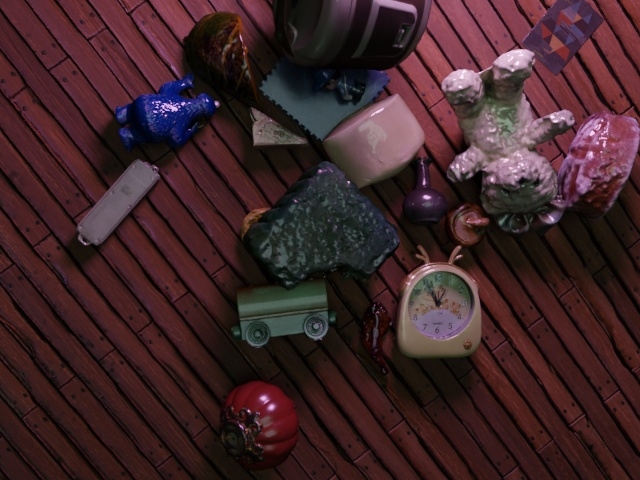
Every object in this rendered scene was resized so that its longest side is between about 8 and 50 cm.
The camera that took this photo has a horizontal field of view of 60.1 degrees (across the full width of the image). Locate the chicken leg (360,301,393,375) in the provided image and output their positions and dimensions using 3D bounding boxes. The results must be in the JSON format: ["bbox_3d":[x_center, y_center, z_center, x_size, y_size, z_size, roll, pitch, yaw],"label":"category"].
[{"bbox_3d":[0.157,0.273,1.534,0.093,0.053,0.205,5,98,-21],"label":"chicken leg"}]

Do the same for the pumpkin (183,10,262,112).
[{"bbox_3d":[-0.259,-0.448,1.404,0.162,0.111,0.279,-14,97,0],"label":"pumpkin"}]

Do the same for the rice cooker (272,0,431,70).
[{"bbox_3d":[0.058,-0.561,1.282,0.325,0.335,0.335,-7,96,-30],"label":"rice cooker"}]

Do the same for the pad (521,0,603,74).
[{"bbox_3d":[0.677,-0.585,1.543,0.143,0.003,0.211,40,90,-7],"label":"pad"}]

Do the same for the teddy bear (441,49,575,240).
[{"bbox_3d":[0.477,-0.211,1.384,0.327,0.375,0.362,-18,73,15],"label":"teddy bear"}]

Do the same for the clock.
[{"bbox_3d":[0.320,0.165,1.516,0.234,0.096,0.308,1,94,-5],"label":"clock"}]

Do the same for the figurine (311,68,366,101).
[{"bbox_3d":[0.045,-0.414,1.443,0.149,0.087,0.086,20,54,-8],"label":"figurine"}]

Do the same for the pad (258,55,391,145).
[{"bbox_3d":[0.013,-0.421,1.481,0.269,0.012,0.270,38,90,-7],"label":"pad"}]

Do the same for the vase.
[{"bbox_3d":[0.278,-0.134,1.487,0.120,0.120,0.183,0,81,-6],"label":"vase"}]

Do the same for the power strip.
[{"bbox_3d":[-0.521,-0.097,1.429,0.078,0.052,0.272,41,90,-8],"label":"power strip"}]

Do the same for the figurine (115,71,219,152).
[{"bbox_3d":[-0.386,-0.317,1.392,0.262,0.121,0.164,-29,93,-5],"label":"figurine"}]

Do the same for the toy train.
[{"bbox_3d":[-0.099,0.187,1.473,0.285,0.116,0.177,-7,83,-5],"label":"toy train"}]

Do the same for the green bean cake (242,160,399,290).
[{"bbox_3d":[0.000,0.000,1.407,0.300,0.169,0.308,46,78,-13],"label":"green bean cake"}]

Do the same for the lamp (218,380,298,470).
[{"bbox_3d":[-0.157,0.479,1.441,0.226,0.227,0.227,0,94,-6],"label":"lamp"}]

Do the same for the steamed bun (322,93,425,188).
[{"bbox_3d":[0.148,-0.252,1.433,0.250,0.155,0.200,-34,103,-2],"label":"steamed bun"}]

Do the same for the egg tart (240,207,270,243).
[{"bbox_3d":[-0.151,-0.025,1.476,0.128,0.049,0.129,-1,98,-8],"label":"egg tart"}]

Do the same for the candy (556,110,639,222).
[{"bbox_3d":[0.729,-0.202,1.472,0.157,0.214,0.290,18,91,-2],"label":"candy"}]

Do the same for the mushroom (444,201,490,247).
[{"bbox_3d":[0.397,-0.042,1.512,0.127,0.087,0.127,0,91,-10],"label":"mushroom"}]

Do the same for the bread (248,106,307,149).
[{"bbox_3d":[-0.110,-0.294,1.445,0.152,0.077,0.105,-3,96,-7],"label":"bread"}]
